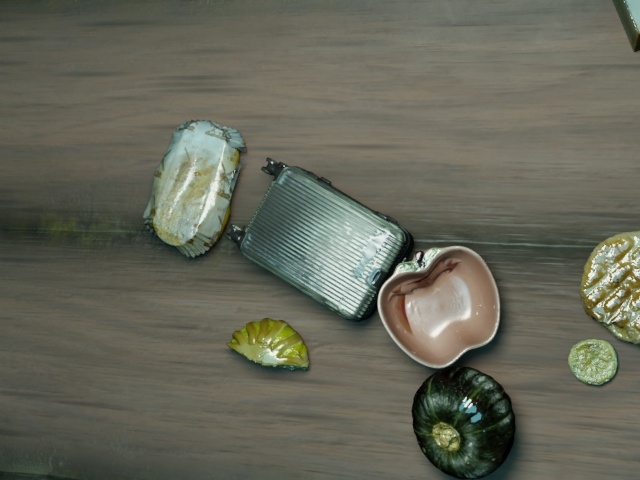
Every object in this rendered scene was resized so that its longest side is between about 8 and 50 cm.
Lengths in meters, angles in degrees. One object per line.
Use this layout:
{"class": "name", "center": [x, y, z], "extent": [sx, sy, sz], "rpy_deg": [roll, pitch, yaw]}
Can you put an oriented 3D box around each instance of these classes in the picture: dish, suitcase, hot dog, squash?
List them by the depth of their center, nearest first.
{"class": "squash", "center": [0.244, 0.308, 1.560], "extent": [0.193, 0.156, 0.193], "rpy_deg": [-5, 83, 47]}
{"class": "dish", "center": [0.207, 0.111, 1.608], "extent": [0.213, 0.090, 0.213], "rpy_deg": [0, 87, 2]}
{"class": "suitcase", "center": [0.000, 0.000, 1.663], "extent": [0.312, 0.128, 0.202], "rpy_deg": [32, 96, 14]}
{"class": "hot dog", "center": [-0.240, -0.105, 1.765], "extent": [0.162, 0.082, 0.270], "rpy_deg": [16, 84, 8]}

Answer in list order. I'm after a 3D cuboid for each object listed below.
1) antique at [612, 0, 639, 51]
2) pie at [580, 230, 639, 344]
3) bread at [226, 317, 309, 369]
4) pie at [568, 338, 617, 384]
{"class": "antique", "center": [0.566, -0.399, 1.510], "extent": [0.146, 0.152, 0.148], "rpy_deg": [-20, 84, 15]}
{"class": "pie", "center": [0.532, 0.083, 1.549], "extent": [0.195, 0.046, 0.195], "rpy_deg": [-1, 86, 15]}
{"class": "bread", "center": [-0.088, 0.192, 1.711], "extent": [0.157, 0.083, 0.094], "rpy_deg": [29, 83, 17]}
{"class": "pie", "center": [0.466, 0.208, 1.574], "extent": [0.084, 0.021, 0.084], "rpy_deg": [0, 88, 12]}
